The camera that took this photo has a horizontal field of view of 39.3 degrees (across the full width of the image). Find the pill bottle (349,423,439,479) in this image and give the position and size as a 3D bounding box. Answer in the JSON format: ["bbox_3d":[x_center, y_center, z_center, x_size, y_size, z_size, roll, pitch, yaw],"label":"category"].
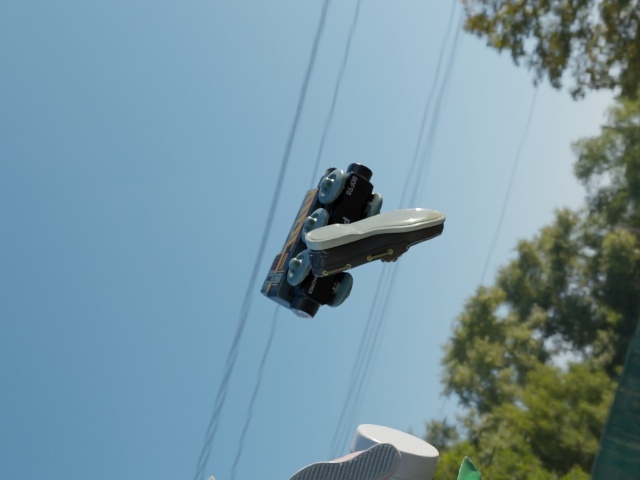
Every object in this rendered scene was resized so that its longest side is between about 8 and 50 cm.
[{"bbox_3d":[0.072,0.451,1.354,0.176,0.176,0.319,11,-85,-70],"label":"pill bottle"}]

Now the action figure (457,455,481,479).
[{"bbox_3d":[0.183,0.398,1.193,0.232,0.063,0.137,-33,-72,-73],"label":"action figure"}]

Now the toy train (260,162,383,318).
[{"bbox_3d":[0.000,0.000,1.787,0.142,0.190,0.334,29,-108,-25],"label":"toy train"}]

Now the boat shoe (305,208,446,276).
[{"bbox_3d":[0.089,0.002,1.411,0.081,0.227,0.069,-126,26,-67],"label":"boat shoe"}]

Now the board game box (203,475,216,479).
[{"bbox_3d":[-0.205,0.607,1.488,0.086,0.308,0.302,-41,-5,40],"label":"board game box"}]

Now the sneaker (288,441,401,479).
[{"bbox_3d":[0.026,0.272,1.018,0.070,0.134,0.051,95,155,-67],"label":"sneaker"}]
